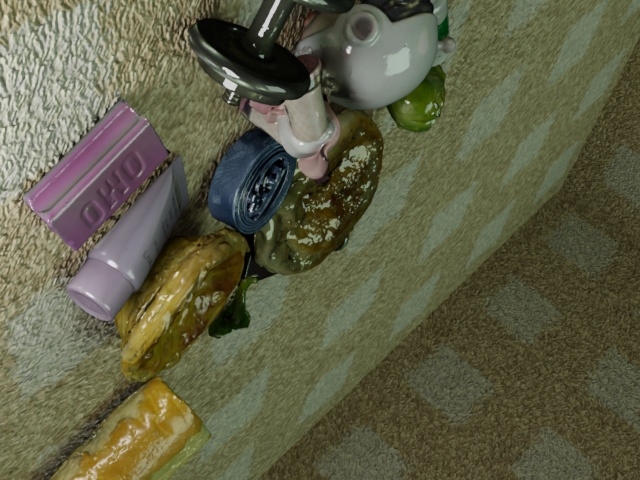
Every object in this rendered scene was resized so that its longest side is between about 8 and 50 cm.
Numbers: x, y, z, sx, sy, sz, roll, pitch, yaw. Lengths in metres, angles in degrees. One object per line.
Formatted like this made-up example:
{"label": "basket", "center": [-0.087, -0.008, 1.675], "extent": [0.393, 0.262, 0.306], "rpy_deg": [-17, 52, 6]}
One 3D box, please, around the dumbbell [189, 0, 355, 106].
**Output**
{"label": "dumbbell", "center": [-0.068, -0.312, 1.350], "extent": [0.192, 0.192, 0.290], "rpy_deg": [-20, 146, -57]}

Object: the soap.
{"label": "soap", "center": [-0.314, -0.091, 1.381], "extent": [0.203, 0.065, 0.122], "rpy_deg": [-49, 161, -10]}

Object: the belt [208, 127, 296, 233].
{"label": "belt", "center": [-0.116, -0.108, 1.735], "extent": [0.190, 0.082, 0.141], "rpy_deg": [-59, 150, -10]}

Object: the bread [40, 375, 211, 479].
{"label": "bread", "center": [-0.417, 0.465, 2.013], "extent": [0.375, 0.165, 0.236], "rpy_deg": [-46, 158, -12]}

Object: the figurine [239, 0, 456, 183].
{"label": "figurine", "center": [0.043, -0.289, 1.625], "extent": [0.361, 0.211, 0.253], "rpy_deg": [-48, -155, -18]}

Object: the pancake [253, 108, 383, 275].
{"label": "pancake", "center": [0.004, -0.092, 1.972], "extent": [0.387, 0.082, 0.387], "rpy_deg": [-39, 146, -32]}

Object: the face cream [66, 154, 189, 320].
{"label": "face cream", "center": [-0.295, -0.001, 1.579], "extent": [0.274, 0.096, 0.154], "rpy_deg": [-57, 164, -25]}

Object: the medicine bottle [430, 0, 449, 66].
{"label": "medicine bottle", "center": [0.203, -0.436, 1.894], "extent": [0.095, 0.095, 0.260], "rpy_deg": [-48, 160, -10]}

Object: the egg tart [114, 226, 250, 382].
{"label": "egg tart", "center": [-0.262, 0.099, 1.717], "extent": [0.341, 0.129, 0.341], "rpy_deg": [-54, 172, -11]}

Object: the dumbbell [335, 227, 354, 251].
{"label": "dumbbell", "center": [0.000, 0.000, 2.249], "extent": [0.254, 0.081, 0.082], "rpy_deg": [-23, 146, -52]}

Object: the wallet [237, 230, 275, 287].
{"label": "wallet", "center": [-0.093, -0.006, 2.028], "extent": [0.229, 0.049, 0.182], "rpy_deg": [-15, 124, -56]}

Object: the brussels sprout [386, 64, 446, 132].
{"label": "brussels sprout", "center": [0.195, -0.311, 2.076], "extent": [0.152, 0.122, 0.149], "rpy_deg": [-82, -162, -47]}

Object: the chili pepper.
{"label": "chili pepper", "center": [-0.173, 0.149, 1.996], "extent": [0.085, 0.076, 0.359], "rpy_deg": [-34, 176, -19]}

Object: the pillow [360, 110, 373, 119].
{"label": "pillow", "center": [0.038, -0.205, 2.037], "extent": [0.211, 0.034, 0.135], "rpy_deg": [-32, 148, -48]}
